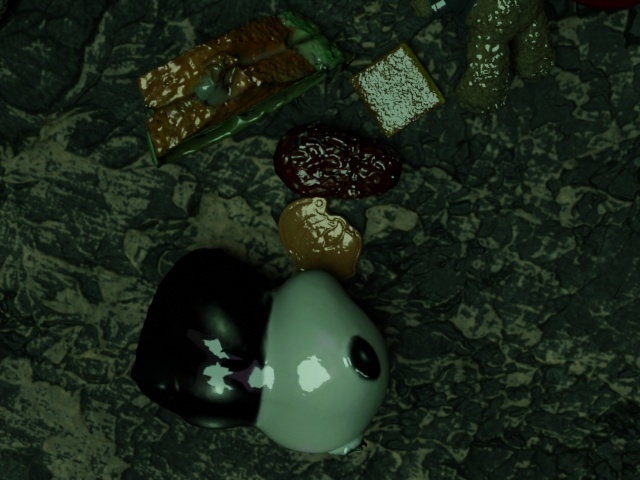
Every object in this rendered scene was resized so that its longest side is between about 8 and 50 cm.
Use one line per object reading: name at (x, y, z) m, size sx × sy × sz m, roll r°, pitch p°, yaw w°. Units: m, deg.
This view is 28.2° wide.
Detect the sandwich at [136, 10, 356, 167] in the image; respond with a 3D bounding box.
sandwich at (-0.130, -0.198, 1.610) m, size 0.292 × 0.212 × 0.109 m, roll -30°, pitch 83°, yaw 32°

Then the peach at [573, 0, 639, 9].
peach at (0.329, -0.379, 1.410) m, size 0.249 × 0.275 × 0.245 m, roll 12°, pitch 105°, yaw 15°

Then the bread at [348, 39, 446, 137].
bread at (0.100, -0.194, 1.638) m, size 0.090 × 0.035 × 0.094 m, roll -33°, pitch 96°, yaw 18°

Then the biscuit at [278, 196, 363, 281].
biscuit at (0.000, 0.000, 1.724) m, size 0.102 × 0.019 × 0.130 m, roll -34°, pitch 97°, yaw 20°

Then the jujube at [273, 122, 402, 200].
jujube at (0.021, -0.096, 1.654) m, size 0.166 × 0.104 × 0.104 m, roll 16°, pitch 109°, yaw -3°

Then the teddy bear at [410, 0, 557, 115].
teddy bear at (0.212, -0.291, 1.536) m, size 0.182 × 0.129 × 0.251 m, roll -25°, pitch 96°, yaw -19°

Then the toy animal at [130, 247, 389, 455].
toy animal at (-0.064, 0.159, 1.677) m, size 0.310 × 0.251 × 0.250 m, roll 16°, pitch 109°, yaw 14°

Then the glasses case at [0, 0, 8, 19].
glasses case at (-0.588, -0.305, 1.729) m, size 0.355 × 0.085 × 0.137 m, roll -17°, pitch 103°, yaw 17°
